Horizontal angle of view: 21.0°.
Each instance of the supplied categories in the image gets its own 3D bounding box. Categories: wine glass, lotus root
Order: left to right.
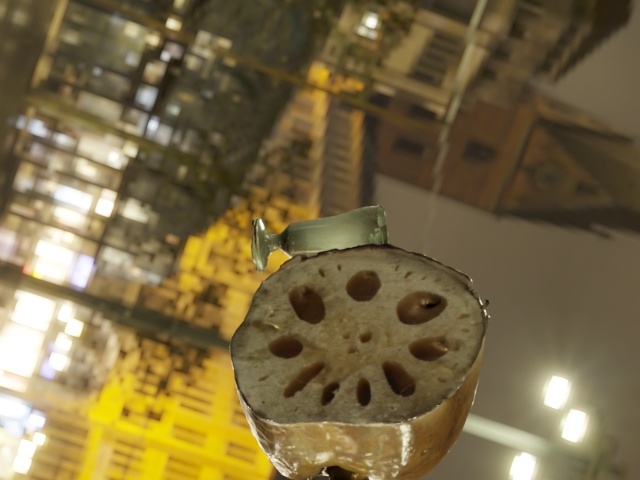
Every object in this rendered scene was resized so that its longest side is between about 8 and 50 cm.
[{"bbox_3d":[0.000,0.000,2.033,0.072,0.155,0.072,-5,90,-81],"label":"wine glass"},{"bbox_3d":[0.039,0.148,1.715,0.272,0.272,0.192,-82,169,-52],"label":"lotus root"}]
